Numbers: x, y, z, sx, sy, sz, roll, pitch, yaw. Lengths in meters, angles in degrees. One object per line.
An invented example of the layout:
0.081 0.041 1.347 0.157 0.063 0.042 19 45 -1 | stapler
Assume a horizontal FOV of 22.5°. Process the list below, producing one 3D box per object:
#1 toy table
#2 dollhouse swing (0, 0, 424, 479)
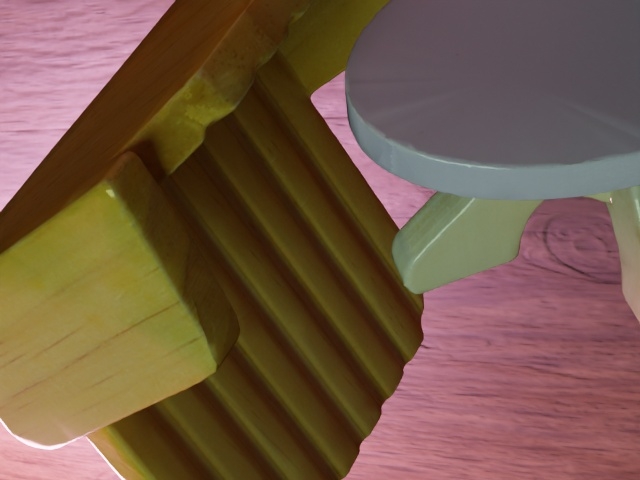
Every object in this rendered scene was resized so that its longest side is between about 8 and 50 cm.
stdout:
0.153 -0.065 0.900 0.274 0.252 0.161 -9 141 0 | toy table
0.000 0.000 0.972 0.305 0.347 0.315 45 141 -14 | dollhouse swing
